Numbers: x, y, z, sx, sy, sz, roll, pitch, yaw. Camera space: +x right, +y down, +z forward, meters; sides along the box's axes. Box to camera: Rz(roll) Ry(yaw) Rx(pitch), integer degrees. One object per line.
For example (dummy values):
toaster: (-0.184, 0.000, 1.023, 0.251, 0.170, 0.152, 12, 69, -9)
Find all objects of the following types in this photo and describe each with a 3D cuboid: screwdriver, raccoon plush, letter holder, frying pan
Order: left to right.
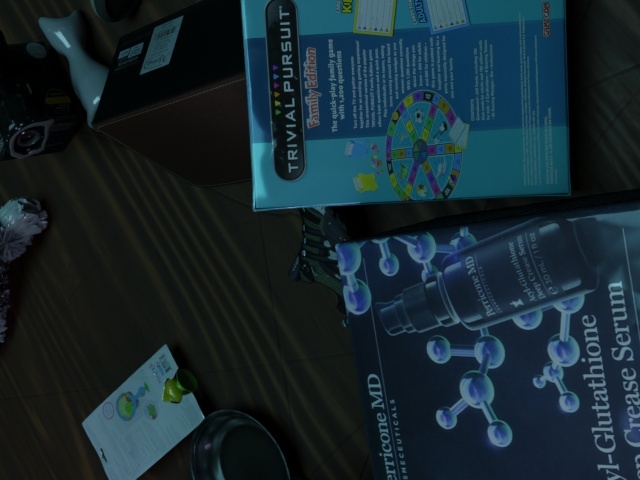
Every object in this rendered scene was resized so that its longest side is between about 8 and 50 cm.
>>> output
raccoon plush: (-0.685, 0.036, 1.701, 0.446, 0.216, 0.299, -42, 53, 4)
letter holder: (-0.113, -0.195, 1.208, 0.301, 0.214, 0.152, -10, 59, 40)
frying pan: (-0.064, 0.325, 1.296, 0.326, 0.053, 0.197, -19, 86, 36)
screwdriver: (-0.002, -0.017, 1.217, 0.170, 0.024, 0.025, -64, 31, 19)

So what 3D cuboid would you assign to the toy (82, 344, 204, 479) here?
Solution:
toy: (-0.273, 0.286, 1.449, 0.237, 0.056, 0.137, -44, 67, 29)

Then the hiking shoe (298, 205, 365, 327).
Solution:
hiking shoe: (0.000, 0.000, 1.160, 0.114, 0.086, 0.227, -37, 79, 27)

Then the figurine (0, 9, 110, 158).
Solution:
figurine: (-0.424, -0.258, 1.402, 0.209, 0.214, 0.092, 58, 153, 17)

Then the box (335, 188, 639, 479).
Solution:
box: (0.247, 0.109, 0.918, 0.395, 0.212, 0.294, -9, 93, 39)

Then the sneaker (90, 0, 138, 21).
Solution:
sneaker: (-0.254, -0.397, 1.308, 0.118, 0.083, 0.222, 42, 119, 25)

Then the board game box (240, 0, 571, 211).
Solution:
board game box: (0.090, -0.168, 0.973, 0.335, 0.079, 0.254, -2, 96, 4)

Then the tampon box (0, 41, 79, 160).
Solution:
tampon box: (-0.492, -0.230, 1.486, 0.101, 0.120, 0.161, -42, 72, 46)
